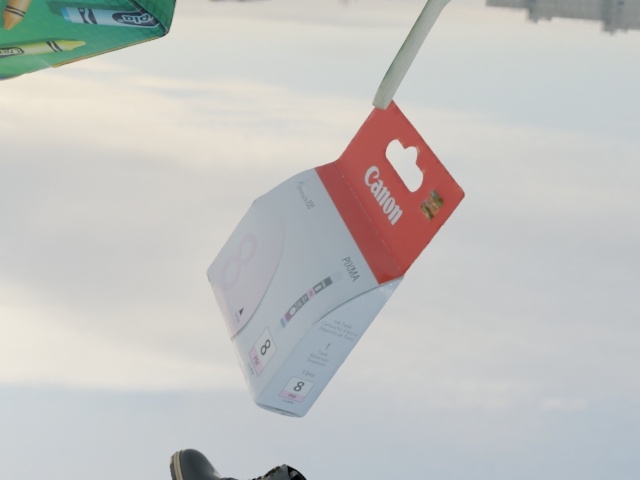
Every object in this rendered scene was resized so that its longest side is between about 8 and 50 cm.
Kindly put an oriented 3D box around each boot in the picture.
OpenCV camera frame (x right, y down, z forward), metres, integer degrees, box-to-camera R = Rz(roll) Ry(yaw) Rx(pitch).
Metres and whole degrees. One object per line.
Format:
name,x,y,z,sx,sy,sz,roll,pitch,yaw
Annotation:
boot,-0.084,0.284,1.233,0.198,0.137,0.077,47,-163,33

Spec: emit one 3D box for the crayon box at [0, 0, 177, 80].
crayon box,-0.215,-0.195,0.702,0.278,0.165,0.081,-7,153,31

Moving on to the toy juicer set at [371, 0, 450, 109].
toy juicer set,0.051,-0.287,0.756,0.089,0.329,0.209,18,-131,32

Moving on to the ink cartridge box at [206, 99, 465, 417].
ink cartridge box,0.000,0.000,0.882,0.066,0.232,0.189,18,-155,-29
